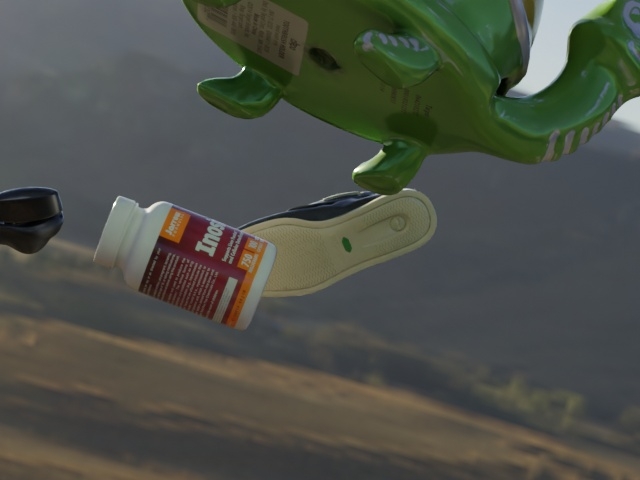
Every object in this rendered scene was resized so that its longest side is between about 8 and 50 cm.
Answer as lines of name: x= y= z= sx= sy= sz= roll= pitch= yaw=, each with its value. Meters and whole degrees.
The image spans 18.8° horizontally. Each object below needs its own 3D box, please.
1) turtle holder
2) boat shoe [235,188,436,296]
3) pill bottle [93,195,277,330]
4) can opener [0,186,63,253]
turtle holder: x=0.065 y=-0.184 z=1.360 sx=0.320 sy=0.227 sz=0.243 roll=16 pitch=-25 yaw=33
boat shoe: x=0.000 y=0.000 z=1.947 sx=0.233 sy=0.084 sz=0.079 roll=-15 pitch=14 yaw=-2
pill bottle: x=-0.122 y=0.017 z=1.738 sx=0.152 sy=0.086 sz=0.086 roll=21 pitch=2 yaw=-3
can opener: x=-0.354 y=-0.016 z=1.975 sx=0.186 sy=0.073 sz=0.059 roll=-8 pitch=20 yaw=-1
